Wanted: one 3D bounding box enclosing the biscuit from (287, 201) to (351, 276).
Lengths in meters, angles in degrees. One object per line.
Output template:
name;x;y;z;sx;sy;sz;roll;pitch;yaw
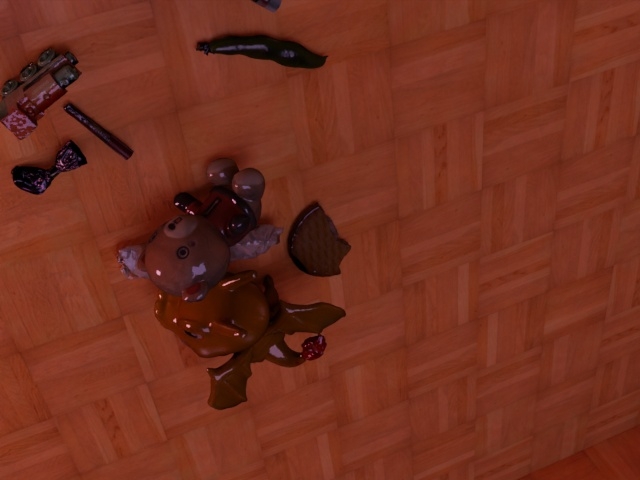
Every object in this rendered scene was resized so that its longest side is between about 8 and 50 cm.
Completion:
biscuit;0.000;-0.001;2.140;0.176;0.031;0.229;-6;126;-24

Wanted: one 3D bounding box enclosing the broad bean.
broad bean;-0.112;-0.398;1.761;0.297;0.043;0.060;3;135;-28

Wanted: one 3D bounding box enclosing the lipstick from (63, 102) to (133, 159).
lipstick;-0.455;-0.223;1.729;0.027;0.027;0.176;-43;132;8

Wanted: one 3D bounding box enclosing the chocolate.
chocolate;-0.552;-0.145;1.723;0.147;0.072;0.070;-28;175;6

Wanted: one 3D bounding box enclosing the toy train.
toy train;-0.525;-0.280;1.584;0.175;0.118;0.074;-35;136;4

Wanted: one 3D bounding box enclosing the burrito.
burrito;-0.279;0.025;1.985;0.391;0.076;0.117;-10;149;-20

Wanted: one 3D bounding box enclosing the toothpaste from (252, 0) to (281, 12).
toothpaste;-0.167;-0.510;1.651;0.205;0.036;0.056;23;114;-34

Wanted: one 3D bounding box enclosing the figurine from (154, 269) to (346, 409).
figurine;-0.172;0.193;2.045;0.400;0.268;0.387;-31;148;12

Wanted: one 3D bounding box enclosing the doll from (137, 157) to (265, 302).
doll;-0.248;-0.021;1.855;0.330;0.235;0.174;-50;144;-16
